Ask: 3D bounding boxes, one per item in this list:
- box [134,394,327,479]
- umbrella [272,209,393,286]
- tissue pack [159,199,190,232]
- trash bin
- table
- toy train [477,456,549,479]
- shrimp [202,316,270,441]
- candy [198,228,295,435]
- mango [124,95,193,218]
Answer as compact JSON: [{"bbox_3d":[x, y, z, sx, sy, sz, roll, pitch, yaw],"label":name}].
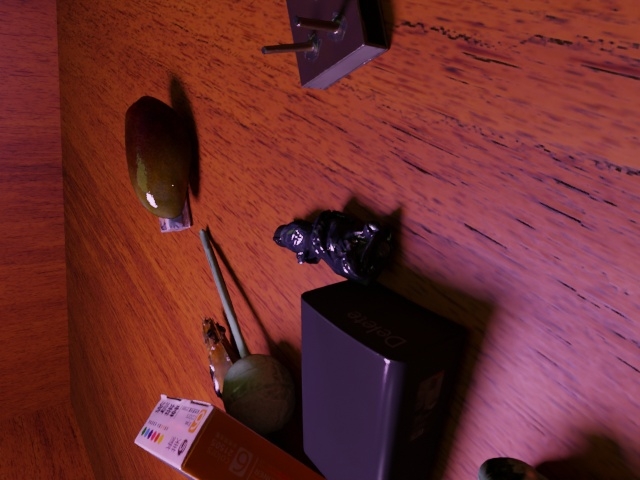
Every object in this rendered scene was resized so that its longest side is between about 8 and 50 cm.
[{"bbox_3d":[-0.126,0.350,0.687,0.274,0.091,0.220,45,146,-22],"label":"box"},{"bbox_3d":[0.000,-0.003,0.602,0.224,0.071,0.080,10,66,57],"label":"umbrella"},{"bbox_3d":[-0.333,-0.070,1.011,0.074,0.058,0.094,-10,88,54],"label":"tissue pack"},{"bbox_3d":[0.056,0.182,0.526,0.165,0.115,0.225,26,118,47],"label":"trash bin"},{"bbox_3d":[-0.020,-0.320,0.526,0.121,0.111,0.240,-13,87,51],"label":"table"},{"bbox_3d":[0.176,0.310,0.348,0.188,0.132,0.243,-169,72,-68],"label":"toy train"},{"bbox_3d":[-0.173,0.288,0.886,0.287,0.063,0.152,59,148,24],"label":"shrimp"},{"bbox_3d":[-0.162,0.141,0.823,0.440,0.119,0.119,60,138,36],"label":"candy"},{"bbox_3d":[-0.333,-0.178,0.933,0.111,0.133,0.268,151,109,-68],"label":"mango"}]
